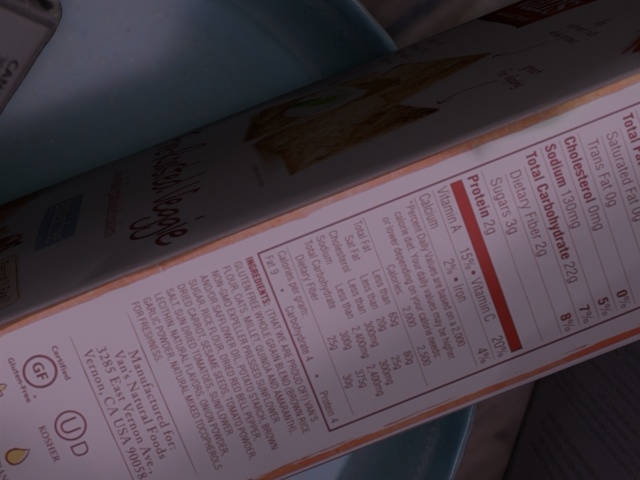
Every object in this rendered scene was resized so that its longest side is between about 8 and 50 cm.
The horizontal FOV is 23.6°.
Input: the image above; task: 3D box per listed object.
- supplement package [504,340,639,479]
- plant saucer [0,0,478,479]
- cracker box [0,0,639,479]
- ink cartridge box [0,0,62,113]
[{"bbox_3d":[0.132,0.143,0.527,0.139,0.134,0.244,14,102,-9],"label":"supplement package"},{"bbox_3d":[-0.103,0.029,0.521,0.317,0.044,0.318,-2,103,-6],"label":"plant saucer"},{"bbox_3d":[0.000,0.000,0.423,0.232,0.156,0.067,-21,104,-2],"label":"cracker box"},{"bbox_3d":[-0.226,-0.021,0.438,0.275,0.239,0.060,-54,146,11],"label":"ink cartridge box"}]
